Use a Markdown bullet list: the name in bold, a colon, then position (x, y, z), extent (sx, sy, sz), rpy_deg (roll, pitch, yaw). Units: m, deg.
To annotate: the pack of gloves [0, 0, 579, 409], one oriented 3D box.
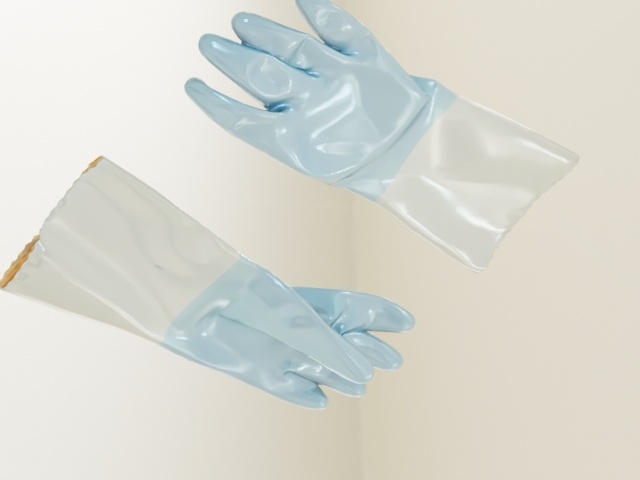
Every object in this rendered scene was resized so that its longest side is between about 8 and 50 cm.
- **pack of gloves**: position (0.000, 0.000, 0.737), extent (0.195, 0.232, 0.046), rpy_deg (-49, -138, 17)
